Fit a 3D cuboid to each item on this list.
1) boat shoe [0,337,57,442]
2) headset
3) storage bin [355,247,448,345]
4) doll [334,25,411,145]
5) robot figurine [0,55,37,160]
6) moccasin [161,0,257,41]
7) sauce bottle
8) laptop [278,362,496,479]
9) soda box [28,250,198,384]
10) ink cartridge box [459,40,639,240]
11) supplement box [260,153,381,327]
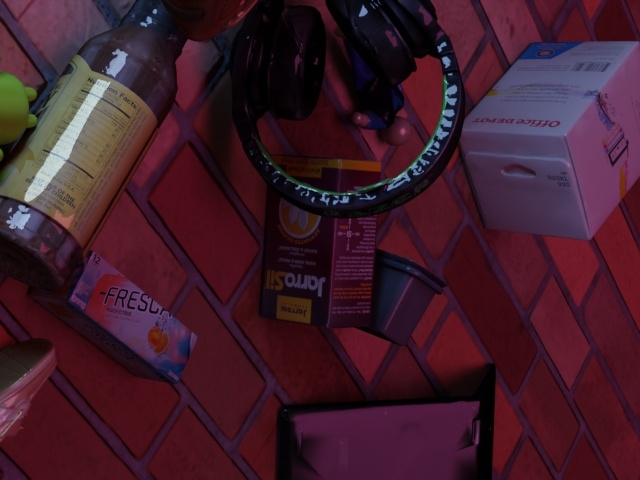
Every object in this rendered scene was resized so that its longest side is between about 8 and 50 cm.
[{"bbox_3d":[-0.305,0.161,1.474,0.170,0.063,0.059,-44,130,-27],"label":"boat shoe"},{"bbox_3d":[0.005,-0.222,1.679,0.185,0.243,0.394,53,19,-72],"label":"headset"},{"bbox_3d":[0.070,0.065,1.880,0.098,0.135,0.091,34,80,-48],"label":"storage bin"},{"bbox_3d":[0.065,-0.186,1.899,0.129,0.046,0.189,-64,145,-37],"label":"doll"},{"bbox_3d":[-0.308,-0.119,1.423,0.115,0.067,0.101,-2,94,-51],"label":"robot figurine"},{"bbox_3d":[-0.043,-0.353,1.566,0.147,0.139,0.380,86,23,-58],"label":"moccasin"},{"bbox_3d":[-0.208,-0.116,1.517,0.111,0.111,0.344,54,53,-40],"label":"sauce bottle"},{"bbox_3d":[0.094,0.369,2.032,0.407,0.236,0.382,-1,95,-23],"label":"laptop"},{"bbox_3d":[-0.203,0.075,1.583,0.183,0.063,0.058,44,61,-45],"label":"soda box"},{"bbox_3d":[0.322,-0.137,2.127,0.233,0.171,0.168,-47,129,-37],"label":"ink cartridge box"},{"bbox_3d":[0.000,0.000,1.795,0.080,0.104,0.188,1,94,-51],"label":"supplement box"}]
